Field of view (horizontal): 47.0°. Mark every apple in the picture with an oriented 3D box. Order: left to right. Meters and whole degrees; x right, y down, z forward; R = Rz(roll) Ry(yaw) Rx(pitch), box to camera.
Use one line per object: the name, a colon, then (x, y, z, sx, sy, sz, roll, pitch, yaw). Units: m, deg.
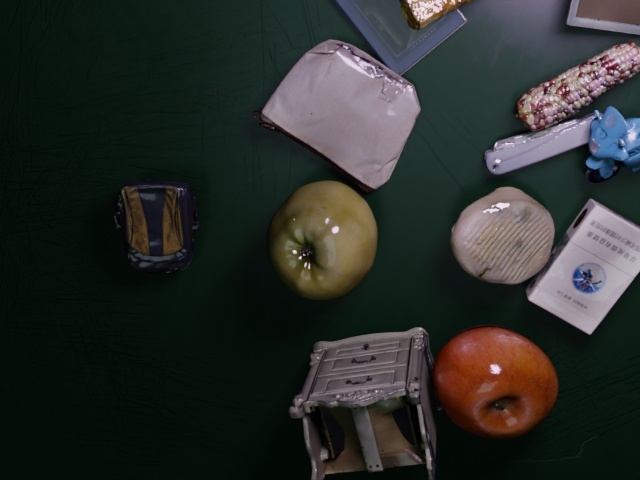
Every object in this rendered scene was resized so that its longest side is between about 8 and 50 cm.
apple: (0.000, 0.000, 1.624, 0.263, 0.262, 0.262, 3, 108, 9)
apple: (0.389, 0.323, 1.650, 0.272, 0.206, 0.251, 34, 100, -16)

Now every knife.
knife: (0.478, -0.208, 1.567, 0.266, 0.040, 0.073, -18, 106, 15)

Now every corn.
corn: (0.527, -0.316, 1.498, 0.281, 0.092, 0.092, -31, 100, 16)

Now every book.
book: (0.150, -0.504, 1.542, 0.191, 0.025, 0.269, -37, 98, 19)

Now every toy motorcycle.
toy motorcycle: (0.652, -0.221, 1.478, 0.272, 0.123, 0.182, -28, 139, 8)

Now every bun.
bun: (0.394, -0.013, 1.605, 0.237, 0.116, 0.209, 19, 107, -21)

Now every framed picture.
framed picture: (0.598, -0.549, 1.407, 0.231, 0.018, 0.293, 3, 110, -16)

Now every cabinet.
cabinet: (0.114, 0.377, 1.674, 0.290, 0.318, 0.227, -10, 105, 14)

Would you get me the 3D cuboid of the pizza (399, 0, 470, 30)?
pizza: (0.234, -0.581, 1.457, 0.269, 0.087, 0.257, -29, 95, -4)

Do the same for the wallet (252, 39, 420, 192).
wallet: (0.049, -0.277, 1.609, 0.335, 0.068, 0.274, 32, 117, -8)

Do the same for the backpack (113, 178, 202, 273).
backpack: (-0.382, -0.030, 1.742, 0.207, 0.133, 0.258, 1, 114, 1)

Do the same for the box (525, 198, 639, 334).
box: (0.593, 0.059, 1.617, 0.164, 0.069, 0.256, 30, 109, 0)
